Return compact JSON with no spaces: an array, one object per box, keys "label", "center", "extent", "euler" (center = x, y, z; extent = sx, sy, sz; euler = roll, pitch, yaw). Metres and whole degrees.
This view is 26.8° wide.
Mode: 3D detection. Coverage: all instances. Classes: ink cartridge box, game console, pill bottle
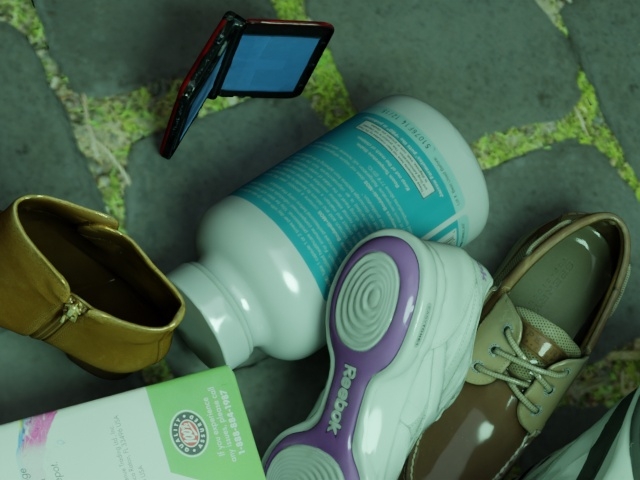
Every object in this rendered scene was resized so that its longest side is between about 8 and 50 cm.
[{"label":"ink cartridge box","center":[-0.211,0.241,0.975],"extent":[0.353,0.119,0.207],"euler":[-13,75,-20]},{"label":"game console","center":[-0.065,-0.124,1.126],"extent":[0.085,0.144,0.124],"euler":[29,67,-3]},{"label":"pill bottle","center":[0.000,0.000,1.100],"extent":[0.264,0.146,0.146],"euler":[-33,83,-23]}]

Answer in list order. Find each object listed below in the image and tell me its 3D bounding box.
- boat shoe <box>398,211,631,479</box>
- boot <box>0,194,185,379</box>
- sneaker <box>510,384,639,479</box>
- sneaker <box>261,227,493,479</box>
[{"label":"boat shoe","center":[0.160,0.096,1.125],"extent":[0.123,0.116,0.324],"euler":[33,67,-2]},{"label":"boot","center":[-0.237,0.002,1.000],"extent":[0.295,0.211,0.104],"euler":[30,66,-3]},{"label":"sneaker","center":[0.171,0.270,0.980],"extent":[0.169,0.257,0.447],"euler":[45,56,11]},{"label":"sneaker","center":[0.052,0.142,1.044],"extent":[0.114,0.305,0.152],"euler":[33,17,38]}]
